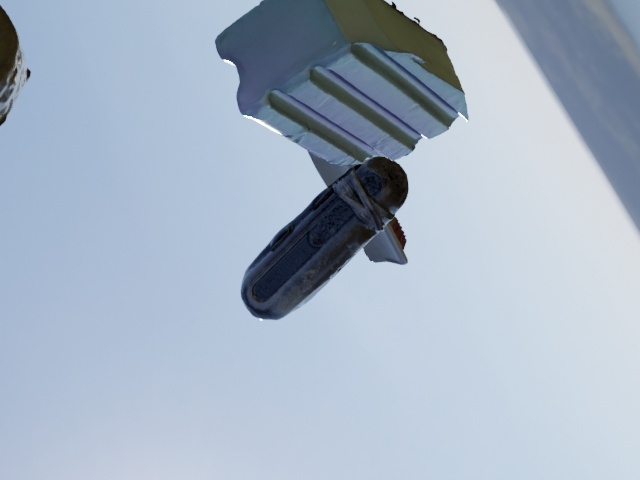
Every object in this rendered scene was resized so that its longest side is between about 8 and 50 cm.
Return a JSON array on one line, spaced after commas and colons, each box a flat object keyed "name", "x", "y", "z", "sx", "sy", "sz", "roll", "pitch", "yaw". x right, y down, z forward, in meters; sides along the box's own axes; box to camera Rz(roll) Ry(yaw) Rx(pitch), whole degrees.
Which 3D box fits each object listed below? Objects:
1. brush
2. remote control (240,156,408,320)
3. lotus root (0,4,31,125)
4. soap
[{"name": "brush", "x": 0.055, "y": -0.061, "z": 1.659, "sx": 0.321, "sy": 0.060, "sz": 0.050, "roll": 57, "pitch": -135, "yaw": -54}, {"name": "remote control", "x": 0.000, "y": 0.000, "z": 1.506, "sx": 0.090, "sy": 0.266, "sz": 0.066, "roll": 46, "pitch": -162, "yaw": 2}, {"name": "lotus root", "x": -0.514, "y": -0.214, "z": 1.331, "sx": 0.111, "sy": 0.391, "sz": 0.374, "roll": 94, "pitch": -176, "yaw": -54}, {"name": "soap", "x": 0.030, "y": -0.147, "z": 1.094, "sx": 0.230, "sy": 0.145, "sz": 0.091, "roll": 23, "pitch": -139, "yaw": -61}]
